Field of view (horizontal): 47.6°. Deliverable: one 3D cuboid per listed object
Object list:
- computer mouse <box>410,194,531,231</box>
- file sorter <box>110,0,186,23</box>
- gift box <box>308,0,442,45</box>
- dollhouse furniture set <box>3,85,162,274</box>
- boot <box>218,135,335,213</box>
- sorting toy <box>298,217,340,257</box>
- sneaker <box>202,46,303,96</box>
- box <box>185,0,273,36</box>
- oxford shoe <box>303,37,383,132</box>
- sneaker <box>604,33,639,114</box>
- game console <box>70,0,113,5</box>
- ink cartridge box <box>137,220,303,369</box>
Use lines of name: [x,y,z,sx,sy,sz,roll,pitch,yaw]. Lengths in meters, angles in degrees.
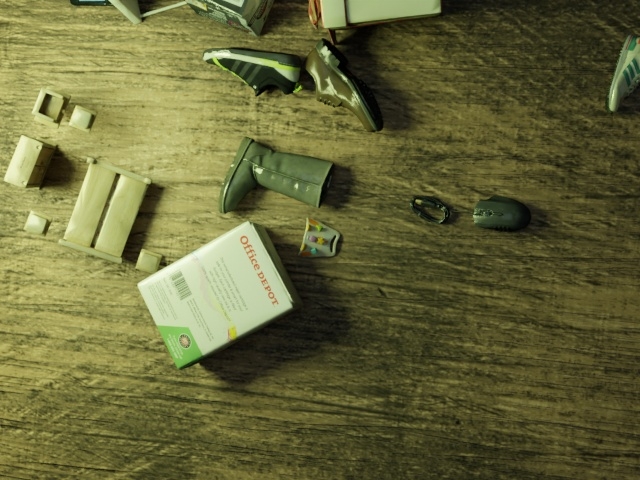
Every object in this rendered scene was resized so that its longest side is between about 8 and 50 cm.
computer mouse: [0.300,-0.060,1.464,0.242,0.041,0.071,5,89,12]
file sorter: [-0.384,-0.648,1.552,0.173,0.193,0.277,-13,84,8]
gift box: [0.101,-0.527,1.429,0.258,0.276,0.254,-4,99,7]
dollhouse furniture set: [-0.484,-0.131,1.613,0.356,0.174,0.303,21,91,-13]
boot: [-0.094,-0.112,1.534,0.209,0.076,0.189,23,93,4]
sorting toy: [0.000,0.000,1.524,0.075,0.045,0.083,13,89,-8]
sneaker: [-0.149,-0.356,1.544,0.235,0.084,0.097,12,109,20]
box: [-0.165,-0.586,1.532,0.164,0.142,0.247,24,93,10]
oxford shoe: [0.047,-0.305,1.516,0.096,0.083,0.227,-41,78,23]
sneaker: [0.609,-0.319,1.411,0.075,0.057,0.161,17,87,17]
game console: [-0.522,-0.590,1.629,0.122,0.071,0.107,7,88,18]
ink cartridge box: [-0.204,0.113,1.511,0.278,0.117,0.201,-29,82,8]
